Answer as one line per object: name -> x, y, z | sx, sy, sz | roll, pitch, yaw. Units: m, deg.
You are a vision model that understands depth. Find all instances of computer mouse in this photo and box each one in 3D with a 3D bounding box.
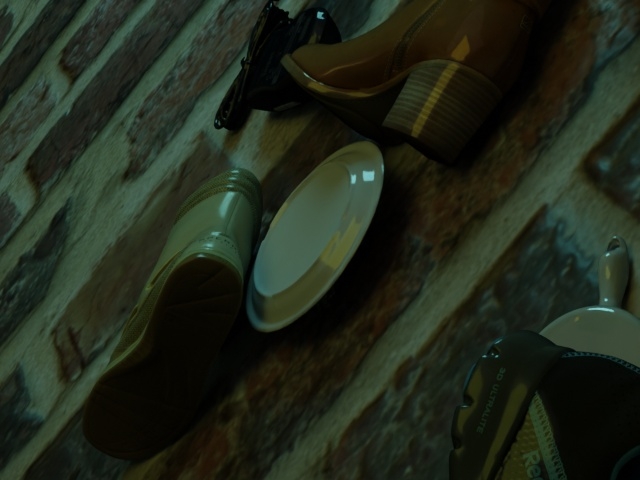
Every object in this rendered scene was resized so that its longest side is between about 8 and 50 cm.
computer mouse -> -0.020, -0.212, 1.780 | 0.262, 0.060, 0.184 | -22, 44, 64

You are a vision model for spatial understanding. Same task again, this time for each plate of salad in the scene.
plate of salad -> 0.000, 0.000, 1.508 | 0.200, 0.048, 0.200 | -43, 27, 29

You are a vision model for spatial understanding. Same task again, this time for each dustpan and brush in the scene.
dustpan and brush -> 0.190, 0.073, 1.130 | 0.147, 0.060, 0.211 | -18, 49, 32

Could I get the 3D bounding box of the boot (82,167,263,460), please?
boot -> -0.138, 0.069, 1.603 | 0.203, 0.095, 0.262 | -79, 16, -59

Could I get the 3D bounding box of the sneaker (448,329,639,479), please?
sneaker -> 0.120, 0.226, 0.976 | 0.139, 0.125, 0.341 | 14, 83, 27

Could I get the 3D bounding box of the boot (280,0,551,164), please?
boot -> 0.094, -0.199, 1.518 | 0.220, 0.109, 0.283 | -58, 29, -4
